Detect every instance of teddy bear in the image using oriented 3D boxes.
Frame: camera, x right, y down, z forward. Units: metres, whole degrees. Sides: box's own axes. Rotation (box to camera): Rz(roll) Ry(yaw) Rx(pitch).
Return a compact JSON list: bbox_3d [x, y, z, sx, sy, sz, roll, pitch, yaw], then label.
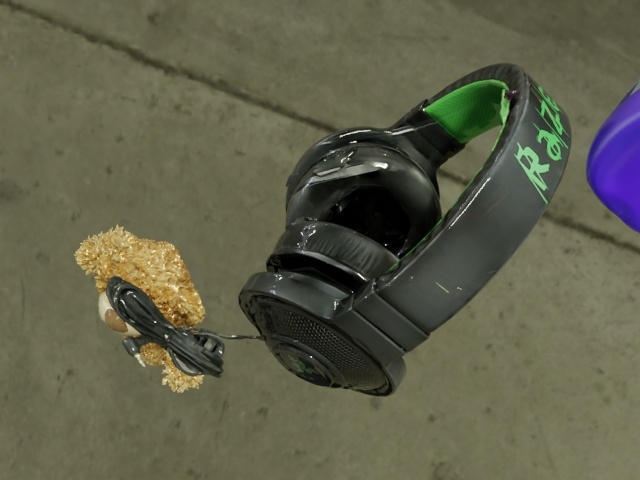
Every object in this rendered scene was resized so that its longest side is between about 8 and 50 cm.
[{"bbox_3d":[-0.246,0.092,1.222,0.113,0.338,0.245,-26,101,-19],"label":"teddy bear"}]

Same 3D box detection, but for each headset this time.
[{"bbox_3d":[0.000,0.000,0.689,0.185,0.394,0.243,40,37,-16],"label":"headset"}]

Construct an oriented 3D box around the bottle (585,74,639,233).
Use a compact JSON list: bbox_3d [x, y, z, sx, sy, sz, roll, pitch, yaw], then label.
[{"bbox_3d":[0.275,-0.120,0.599,0.092,0.118,0.283,41,54,1],"label":"bottle"}]
